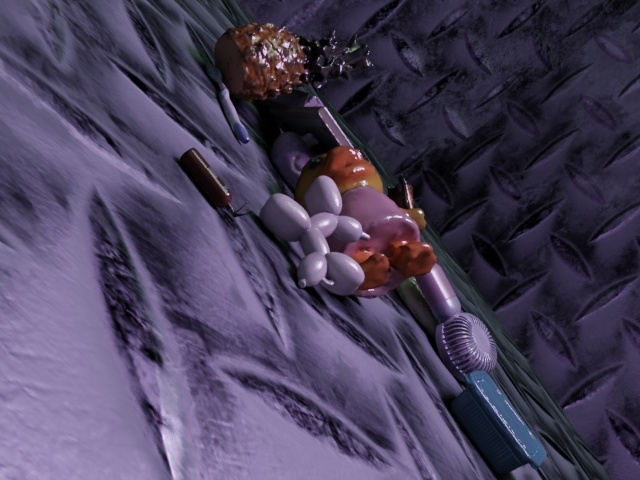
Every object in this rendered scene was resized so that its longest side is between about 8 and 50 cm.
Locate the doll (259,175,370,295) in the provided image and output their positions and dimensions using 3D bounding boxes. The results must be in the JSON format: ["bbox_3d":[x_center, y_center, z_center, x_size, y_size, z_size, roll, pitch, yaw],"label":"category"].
[{"bbox_3d":[0.000,0.000,1.100,0.160,0.059,0.161,50,42,11],"label":"doll"}]

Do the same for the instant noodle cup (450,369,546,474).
[{"bbox_3d":[0.278,0.297,1.347,0.179,0.070,0.157,55,12,17],"label":"instant noodle cup"}]

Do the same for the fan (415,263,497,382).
[{"bbox_3d":[0.252,0.152,1.611,0.130,0.074,0.244,-13,74,-55],"label":"fan"}]

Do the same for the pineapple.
[{"bbox_3d":[-0.048,-0.341,1.590,0.310,0.170,0.141,-13,86,-34],"label":"pineapple"}]

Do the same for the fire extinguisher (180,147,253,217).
[{"bbox_3d":[-0.123,-0.060,0.972,0.100,0.032,0.046,52,-24,2],"label":"fire extinguisher"}]

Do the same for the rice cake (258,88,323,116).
[{"bbox_3d":[-0.055,-0.264,1.713,0.106,0.050,0.298,46,-6,-30],"label":"rice cake"}]

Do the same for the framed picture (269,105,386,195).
[{"bbox_3d":[0.015,-0.153,1.569,0.232,0.024,0.315,54,-11,-18],"label":"framed picture"}]

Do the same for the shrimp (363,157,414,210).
[{"bbox_3d":[0.116,-0.073,1.600,0.222,0.054,0.290,110,-33,-56],"label":"shrimp"}]

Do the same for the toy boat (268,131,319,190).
[{"bbox_3d":[0.004,-0.103,1.493,0.227,0.085,0.155,52,11,4],"label":"toy boat"}]

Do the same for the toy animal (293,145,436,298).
[{"bbox_3d":[0.051,-0.035,1.280,0.169,0.195,0.281,104,-35,-50],"label":"toy animal"}]

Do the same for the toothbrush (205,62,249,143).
[{"bbox_3d":[-0.159,-0.237,1.427,0.027,0.021,0.269,28,22,-36],"label":"toothbrush"}]

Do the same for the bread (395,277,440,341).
[{"bbox_3d":[0.222,0.135,1.753,0.267,0.040,0.267,49,11,-12],"label":"bread"}]
